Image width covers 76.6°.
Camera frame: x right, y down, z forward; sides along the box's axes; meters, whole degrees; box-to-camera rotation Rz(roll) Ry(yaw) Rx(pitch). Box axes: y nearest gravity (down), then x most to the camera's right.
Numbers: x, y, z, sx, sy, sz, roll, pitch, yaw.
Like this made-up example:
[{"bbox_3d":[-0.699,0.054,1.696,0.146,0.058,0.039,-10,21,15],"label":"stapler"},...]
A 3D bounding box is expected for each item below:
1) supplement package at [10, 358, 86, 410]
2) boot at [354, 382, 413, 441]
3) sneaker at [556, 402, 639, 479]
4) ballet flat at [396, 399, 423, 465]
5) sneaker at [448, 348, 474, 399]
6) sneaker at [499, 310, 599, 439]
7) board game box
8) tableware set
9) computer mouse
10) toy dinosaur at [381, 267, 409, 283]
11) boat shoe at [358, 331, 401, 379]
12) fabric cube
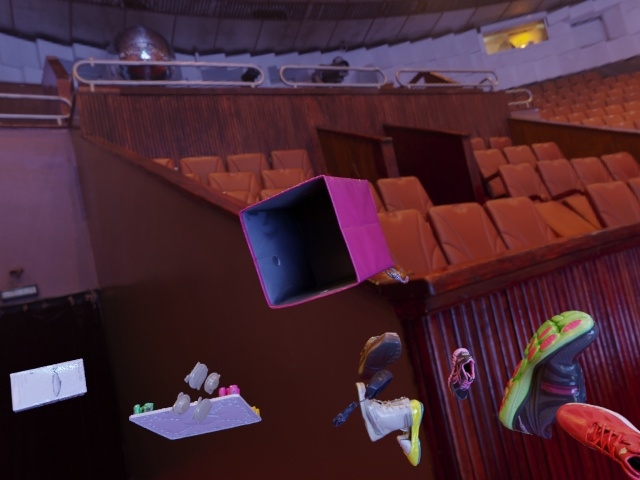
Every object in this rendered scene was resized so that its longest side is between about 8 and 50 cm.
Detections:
[{"bbox_3d":[-0.814,0.434,1.217,0.180,0.104,0.105,-6,-19,-36],"label":"supplement package"},{"bbox_3d":[0.211,0.545,1.340,0.165,0.212,0.077,-19,11,-2],"label":"boot"},{"bbox_3d":[0.531,0.359,0.730,0.128,0.086,0.221,25,-8,-39],"label":"sneaker"},{"bbox_3d":[0.307,0.671,1.416,0.078,0.230,0.077,4,2,-18],"label":"ballet flat"},{"bbox_3d":[0.321,0.306,0.905,0.047,0.119,0.057,-1,8,-13],"label":"sneaker"},{"bbox_3d":[0.726,0.417,1.244,0.203,0.481,0.185,23,32,20],"label":"sneaker"},{"bbox_3d":[-0.463,0.676,1.578,0.391,0.050,0.389,-11,-36,-1],"label":"board game box"},{"bbox_3d":[-0.330,0.415,1.101,0.020,0.140,0.168,11,-27,26],"label":"tableware set"},{"bbox_3d":[0.115,0.427,1.116,0.242,0.041,0.071,-21,-39,-41],"label":"computer mouse"},{"bbox_3d":[0.261,0.119,1.386,0.047,0.082,0.090,-39,-11,-22],"label":"toy dinosaur"},{"bbox_3d":[0.216,0.435,1.585,0.123,0.119,0.323,8,-42,-12],"label":"boat shoe"},{"bbox_3d":[0.000,0.000,1.025,0.254,0.258,0.258,-20,-4,27],"label":"fabric cube"}]
